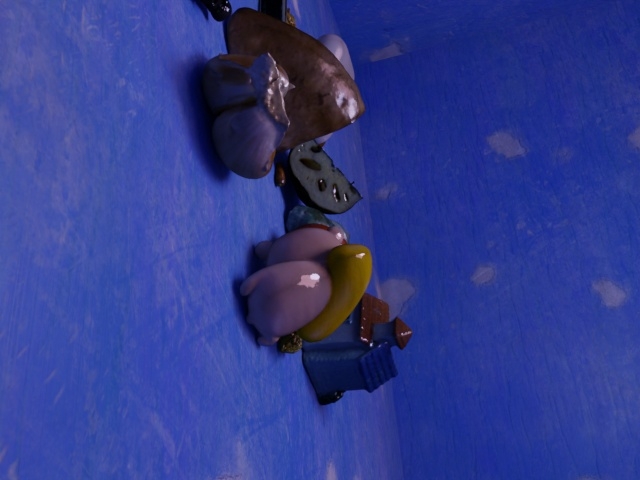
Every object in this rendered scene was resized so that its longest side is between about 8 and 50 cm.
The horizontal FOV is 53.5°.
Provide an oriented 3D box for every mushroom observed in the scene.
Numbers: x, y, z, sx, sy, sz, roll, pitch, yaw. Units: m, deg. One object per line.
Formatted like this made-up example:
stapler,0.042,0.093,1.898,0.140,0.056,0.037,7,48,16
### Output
mushroom,-0.080,-0.473,1.765,0.224,0.313,0.397,-84,154,-62

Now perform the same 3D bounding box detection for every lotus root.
lotus root,-0.023,-0.199,2.042,0.267,0.149,0.260,50,-6,-11

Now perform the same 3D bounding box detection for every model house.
model house,0.130,0.300,1.925,0.295,0.329,0.252,-83,155,-50

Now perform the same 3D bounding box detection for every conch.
conch,0.000,0.000,1.996,0.277,0.195,0.220,-3,73,-45

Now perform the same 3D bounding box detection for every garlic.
garlic,-0.153,-0.302,1.449,0.286,0.249,0.313,59,-3,-15

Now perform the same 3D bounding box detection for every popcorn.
popcorn,-0.076,0.266,1.642,0.083,0.059,0.068,-57,135,-61

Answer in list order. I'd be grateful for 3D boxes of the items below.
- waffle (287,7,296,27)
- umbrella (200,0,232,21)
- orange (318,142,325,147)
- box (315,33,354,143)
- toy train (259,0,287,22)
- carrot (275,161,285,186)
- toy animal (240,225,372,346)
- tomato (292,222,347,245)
waffle,-0.107,-0.693,2.320,0.325,0.068,0.302,-81,157,-62
umbrella,-0.274,-0.632,1.416,0.358,0.106,0.113,55,23,-62
orange,-0.017,-0.391,2.456,0.085,0.085,0.085,-11,90,-78
box,0.008,-0.544,2.298,0.289,0.141,0.349,60,50,-67
toy train,-0.155,-0.735,2.103,0.088,0.086,0.407,73,13,-52
carrot,-0.122,-0.199,1.911,0.032,0.032,0.093,66,15,-47
toy animal,-0.060,0.104,1.562,0.247,0.345,0.278,48,-32,36
tomato,-0.015,0.053,1.766,0.184,0.208,0.208,-82,158,-69
